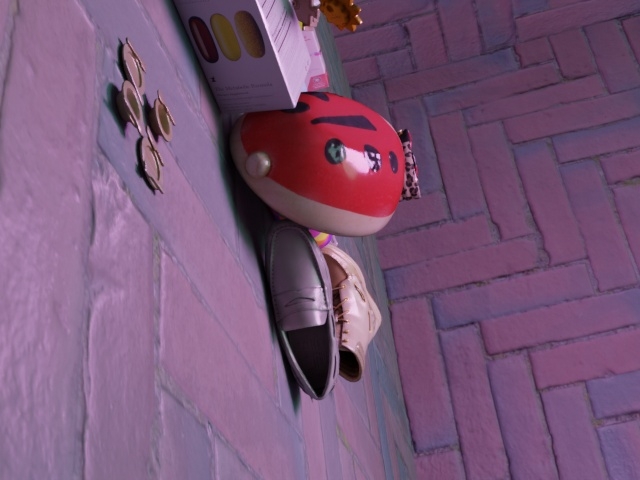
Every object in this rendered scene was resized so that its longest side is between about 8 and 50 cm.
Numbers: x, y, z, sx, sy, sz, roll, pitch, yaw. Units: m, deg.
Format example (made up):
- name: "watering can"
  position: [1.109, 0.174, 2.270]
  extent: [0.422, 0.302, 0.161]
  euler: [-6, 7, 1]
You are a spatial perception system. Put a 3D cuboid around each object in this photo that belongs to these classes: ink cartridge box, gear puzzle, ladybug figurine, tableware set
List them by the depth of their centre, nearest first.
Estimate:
- name: "tableware set"
  position: [-0.206, -0.148, 1.082]
  extent: [0.168, 0.020, 0.141]
  euler: [-94, 168, -46]
- name: "gear puzzle"
  position: [-0.080, -0.427, 1.516]
  extent: [0.044, 0.339, 0.175]
  euler: [-53, 166, -25]
- name: "ladybug figurine"
  position: [0.016, -0.151, 1.628]
  extent: [0.305, 0.162, 0.449]
  euler: [48, 25, 13]
- name: "ink cartridge box"
  position: [-0.059, -0.468, 2.269]
  extent: [0.067, 0.115, 0.198]
  euler: [-89, 165, -56]

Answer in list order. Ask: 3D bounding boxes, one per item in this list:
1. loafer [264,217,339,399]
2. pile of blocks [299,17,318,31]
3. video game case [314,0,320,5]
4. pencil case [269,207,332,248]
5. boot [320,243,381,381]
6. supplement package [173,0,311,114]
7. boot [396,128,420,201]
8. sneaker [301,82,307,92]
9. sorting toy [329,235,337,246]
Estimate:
- name: "loafer"
  position: [-0.026, 0.120, 1.573]
  extent: [0.111, 0.112, 0.319]
  euler: [-106, -179, -76]
- name: "pile of blocks"
  position: [-0.076, -0.453, 2.021]
  extent: [0.362, 0.149, 0.112]
  euler: [-63, 159, -74]
- name: "video game case"
  position: [-0.106, -0.519, 1.804]
  extent: [0.201, 0.023, 0.183]
  euler: [-37, 101, -40]
- name: "pencil case"
  position: [-0.041, -0.058, 1.805]
  extent: [0.236, 0.105, 0.104]
  euler: [57, 21, -65]
- name: "boot"
  position: [0.036, 0.154, 1.966]
  extent: [0.262, 0.095, 0.203]
  euler: [61, 30, -26]
- name: "supplement package"
  position: [-0.123, -0.341, 1.468]
  extent: [0.244, 0.139, 0.133]
  euler: [68, 27, -43]
- name: "boot"
  position: [0.078, -0.206, 2.183]
  extent: [0.138, 0.284, 0.377]
  euler: [68, 13, -49]
- name: "sneaker"
  position: [-0.062, -0.269, 1.869]
  extent: [0.366, 0.135, 0.150]
  euler: [67, 16, -56]
- name: "sorting toy"
  position: [0.000, 0.000, 2.067]
  extent: [0.044, 0.075, 0.083]
  euler: [68, 11, -49]
